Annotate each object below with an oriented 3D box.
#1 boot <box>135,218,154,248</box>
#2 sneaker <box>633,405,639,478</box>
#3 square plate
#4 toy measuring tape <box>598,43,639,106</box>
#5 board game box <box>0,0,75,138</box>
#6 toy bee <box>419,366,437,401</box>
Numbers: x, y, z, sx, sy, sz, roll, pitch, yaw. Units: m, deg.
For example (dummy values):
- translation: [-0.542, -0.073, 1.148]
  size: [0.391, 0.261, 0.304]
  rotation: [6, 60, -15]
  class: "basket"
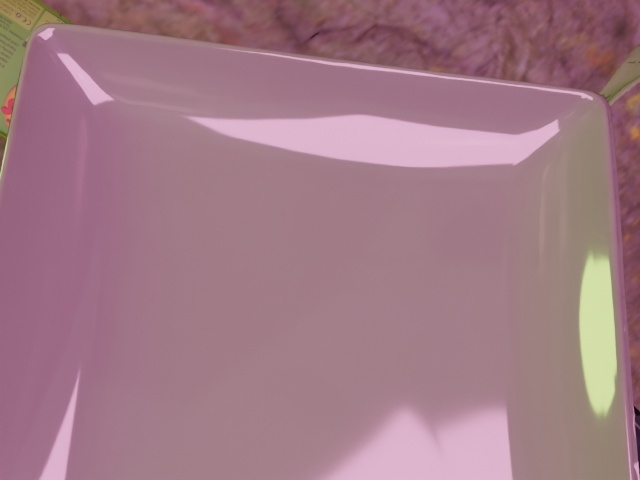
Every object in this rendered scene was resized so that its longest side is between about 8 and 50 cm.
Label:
- translation: [-0.248, 0.184, 0.437]
  size: [0.445, 0.146, 0.367]
  rotation: [-23, 100, -11]
  class: "boot"
- translation: [0.204, 0.167, 0.609]
  size: [0.319, 0.112, 0.131]
  rotation: [36, 100, -15]
  class: "sneaker"
- translation: [-0.004, 0.060, 0.360]
  size: [0.347, 0.049, 0.344]
  rotation: [6, 73, -6]
  class: "square plate"
- translation: [0.179, -0.113, 0.558]
  size: [0.121, 0.121, 0.330]
  rotation: [44, 81, -17]
  class: "toy measuring tape"
- translation: [-0.234, -0.135, 0.452]
  size: [0.181, 0.043, 0.092]
  rotation: [33, 85, -18]
  class: "board game box"
- translation: [0.053, 0.110, 0.481]
  size: [0.298, 0.162, 0.195]
  rotation: [-49, 116, -35]
  class: "toy bee"
